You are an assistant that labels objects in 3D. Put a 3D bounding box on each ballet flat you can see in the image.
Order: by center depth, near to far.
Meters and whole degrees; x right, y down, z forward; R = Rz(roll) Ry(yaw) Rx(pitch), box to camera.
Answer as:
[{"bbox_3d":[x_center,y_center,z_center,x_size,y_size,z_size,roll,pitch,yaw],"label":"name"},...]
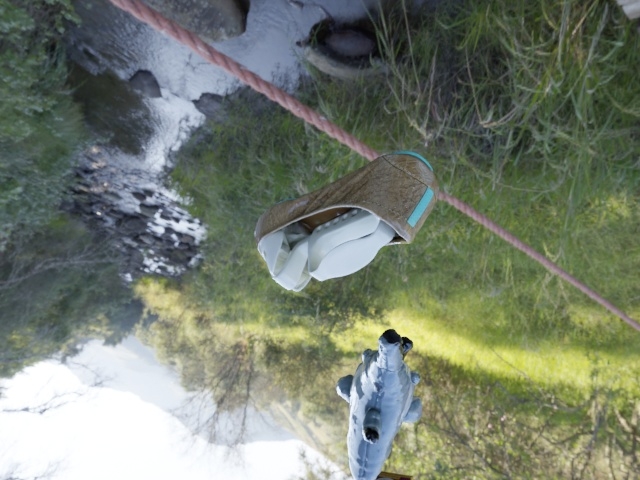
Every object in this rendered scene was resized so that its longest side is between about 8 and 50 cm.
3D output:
[{"bbox_3d":[0.000,0.000,0.542,0.116,0.124,0.342,39,144,-28],"label":"ballet flat"}]

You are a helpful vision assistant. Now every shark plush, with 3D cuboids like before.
[{"bbox_3d":[0.048,0.117,0.291,0.073,0.067,0.161,24,137,6],"label":"shark plush"}]

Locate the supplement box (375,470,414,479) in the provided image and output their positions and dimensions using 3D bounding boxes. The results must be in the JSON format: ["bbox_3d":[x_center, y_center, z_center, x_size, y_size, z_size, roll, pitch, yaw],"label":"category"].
[{"bbox_3d":[0.070,0.305,0.471,0.054,0.043,0.083,-9,179,31],"label":"supplement box"}]
